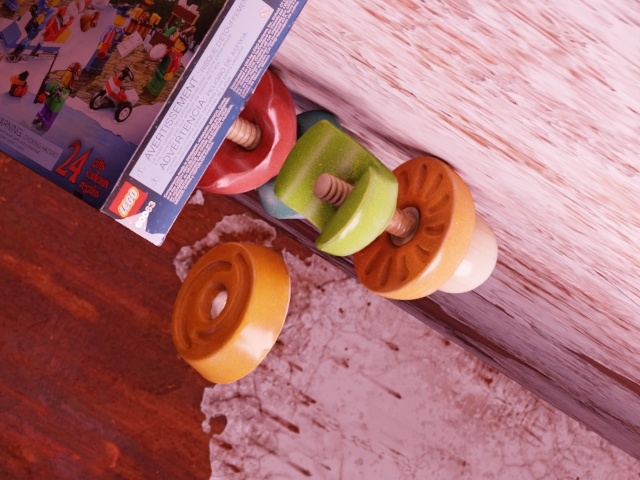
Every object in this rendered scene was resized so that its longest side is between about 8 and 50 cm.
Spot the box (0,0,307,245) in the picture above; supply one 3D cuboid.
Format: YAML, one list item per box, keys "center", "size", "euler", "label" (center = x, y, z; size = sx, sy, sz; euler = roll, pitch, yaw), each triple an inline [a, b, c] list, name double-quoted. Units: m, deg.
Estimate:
- center: [-0.117, -0.111, 0.987]
  size: [0.233, 0.159, 0.044]
  euler: [28, 177, 46]
  label: "box"

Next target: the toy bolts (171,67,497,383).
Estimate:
- center: [0.000, 0.000, 1.408]
  size: [0.158, 0.218, 0.228]
  euler: [27, -162, -36]
  label: "toy bolts"
